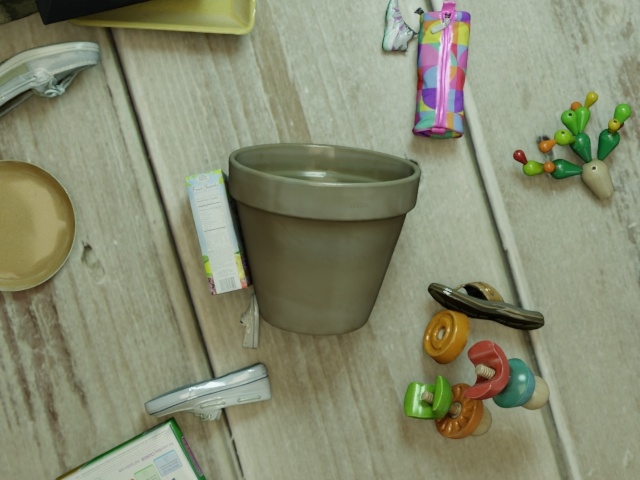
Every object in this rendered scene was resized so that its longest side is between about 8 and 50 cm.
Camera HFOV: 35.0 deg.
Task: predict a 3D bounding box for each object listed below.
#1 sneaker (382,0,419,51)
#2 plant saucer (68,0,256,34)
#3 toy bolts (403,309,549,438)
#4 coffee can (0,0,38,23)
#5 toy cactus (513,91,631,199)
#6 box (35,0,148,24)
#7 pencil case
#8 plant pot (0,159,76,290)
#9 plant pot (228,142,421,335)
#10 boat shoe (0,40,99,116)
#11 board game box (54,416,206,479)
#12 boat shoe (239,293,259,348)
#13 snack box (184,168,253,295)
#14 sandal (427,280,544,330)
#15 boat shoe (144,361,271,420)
[{"bbox_3d":[0.151,-0.391,1.846,0.069,0.038,0.098,7,99,-3],"label":"sneaker"},{"bbox_3d":[-0.274,-0.533,1.814,0.333,0.081,0.332,3,90,-1],"label":"plant saucer"},{"bbox_3d":[0.288,0.236,1.779,0.158,0.228,0.218,26,64,-28],"label":"toy bolts"},{"bbox_3d":[-0.588,-0.532,1.745,0.202,0.201,0.275,-19,91,-1],"label":"coffee can"},{"bbox_3d":[0.470,-0.156,1.833,0.219,0.112,0.180,-34,109,-4],"label":"toy cactus"},{"bbox_3d":[-0.346,-0.567,1.643,0.313,0.179,0.343,-18,90,-21],"label":"box"},{"bbox_3d":[0.216,-0.299,1.814,0.104,0.104,0.236,2,91,-1],"label":"pencil case"},{"bbox_3d":[-0.554,-0.027,1.827,0.236,0.032,0.236,0,90,-1],"label":"plant pot"},{"bbox_3d":[0.000,0.000,1.725,0.323,0.323,0.280,3,105,-1],"label":"plant pot"},{"bbox_3d":[-0.531,-0.267,1.792,0.320,0.118,0.103,-21,96,2],"label":"boat shoe"},{"bbox_3d":[-0.299,0.512,1.812,0.242,0.064,0.316,-27,90,-2],"label":"board game box"},{"bbox_3d":[-0.129,0.146,1.836,0.035,0.035,0.100,2,96,-4],"label":"boat shoe"},{"bbox_3d":[-0.173,-0.013,1.764,0.070,0.174,0.207,-14,90,-1],"label":"snack box"},{"bbox_3d":[0.299,0.107,1.823,0.219,0.090,0.060,14,73,0],"label":"sandal"},{"bbox_3d":[-0.196,0.286,1.807,0.226,0.083,0.075,-17,89,-2],"label":"boat shoe"}]
